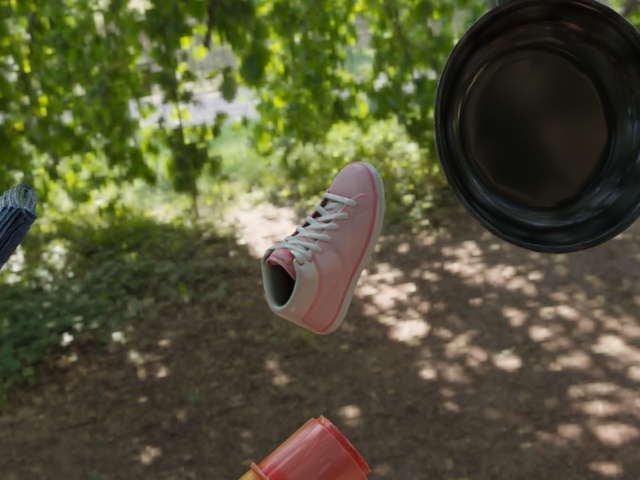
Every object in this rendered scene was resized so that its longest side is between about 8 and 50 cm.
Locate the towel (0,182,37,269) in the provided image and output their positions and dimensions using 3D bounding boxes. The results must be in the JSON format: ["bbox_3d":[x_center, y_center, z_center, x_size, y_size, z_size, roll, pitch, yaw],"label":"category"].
[{"bbox_3d":[-0.265,0.011,0.857,0.029,0.119,0.067,33,10,-23],"label":"towel"}]

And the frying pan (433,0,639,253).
[{"bbox_3d":[0.133,-0.136,0.821,0.197,0.326,0.053,-43,9,-10],"label":"frying pan"}]

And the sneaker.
[{"bbox_3d":[0.000,0.000,0.807,0.051,0.134,0.070,17,-1,45],"label":"sneaker"}]

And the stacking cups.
[{"bbox_3d":[-0.093,0.259,0.799,0.316,0.096,0.096,-40,18,-9],"label":"stacking cups"}]
